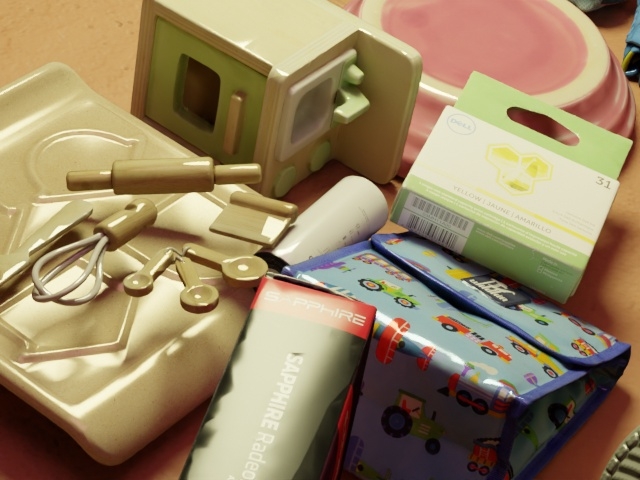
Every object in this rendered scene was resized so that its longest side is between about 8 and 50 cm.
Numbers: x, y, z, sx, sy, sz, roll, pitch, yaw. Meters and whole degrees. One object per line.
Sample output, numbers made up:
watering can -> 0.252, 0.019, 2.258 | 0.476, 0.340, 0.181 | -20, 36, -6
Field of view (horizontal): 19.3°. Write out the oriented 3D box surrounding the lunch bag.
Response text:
lunch bag -> 0.111, 0.090, 1.531 | 0.221, 0.138, 0.293 | 28, 26, 20

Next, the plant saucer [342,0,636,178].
plant saucer -> 0.156, -0.172, 1.864 | 0.332, 0.084, 0.332 | 6, 40, -5

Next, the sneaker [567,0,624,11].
sneaker -> 0.225, -0.332, 2.057 | 0.262, 0.104, 0.125 | 26, 45, 19

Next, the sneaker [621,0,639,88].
sneaker -> 0.347, -0.218, 1.976 | 0.082, 0.069, 0.209 | -13, 33, 5

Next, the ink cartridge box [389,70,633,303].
ink cartridge box -> 0.180, -0.068, 1.660 | 0.171, 0.056, 0.235 | 25, 48, 5

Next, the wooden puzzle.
wooden puzzle -> -0.201, 0.018, 1.565 | 0.348, 0.080, 0.322 | 36, 45, 20

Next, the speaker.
speaker -> 0.000, 0.000, 1.552 | 0.055, 0.055, 0.136 | 29, 44, 20

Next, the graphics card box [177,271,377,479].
graphics card box -> -0.058, 0.225, 1.224 | 0.094, 0.233, 0.371 | 16, 39, 6

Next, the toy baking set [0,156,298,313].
toy baking set -> -0.147, -0.009, 1.494 | 0.256, 0.030, 0.197 | 0, 33, 2

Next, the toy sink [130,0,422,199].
toy sink -> -0.047, -0.136, 1.721 | 0.234, 0.153, 0.131 | 31, 44, 21

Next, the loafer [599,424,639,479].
loafer -> 0.241, 0.245, 1.309 | 0.087, 0.251, 0.094 | 11, -1, -34
